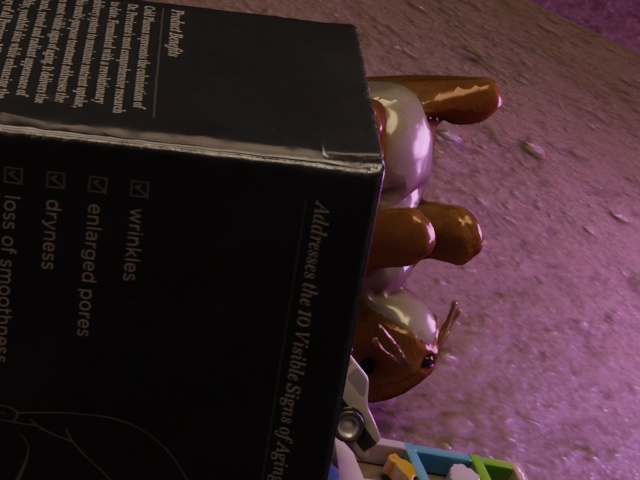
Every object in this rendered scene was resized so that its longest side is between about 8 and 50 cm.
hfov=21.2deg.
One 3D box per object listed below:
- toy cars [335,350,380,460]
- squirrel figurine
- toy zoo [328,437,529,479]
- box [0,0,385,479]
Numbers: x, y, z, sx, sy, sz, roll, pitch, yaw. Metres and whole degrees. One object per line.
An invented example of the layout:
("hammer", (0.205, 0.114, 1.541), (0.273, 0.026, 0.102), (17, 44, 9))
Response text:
("toy cars", (-0.055, 0.062, 1.836), (0.394, 0.087, 0.176), (48, -5, 22))
("squirrel figurine", (0.000, 0.000, 2.028), (0.397, 0.370, 0.281), (6, 16, 30))
("toy zoo", (0.121, 0.293, 1.883), (0.293, 0.030, 0.192), (13, 29, -24))
("box", (-0.223, 0.064, 1.384), (0.471, 0.480, 0.297), (7, 28, -5))
